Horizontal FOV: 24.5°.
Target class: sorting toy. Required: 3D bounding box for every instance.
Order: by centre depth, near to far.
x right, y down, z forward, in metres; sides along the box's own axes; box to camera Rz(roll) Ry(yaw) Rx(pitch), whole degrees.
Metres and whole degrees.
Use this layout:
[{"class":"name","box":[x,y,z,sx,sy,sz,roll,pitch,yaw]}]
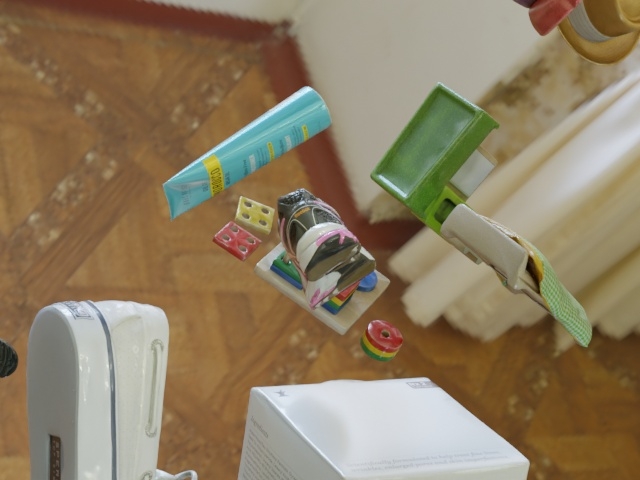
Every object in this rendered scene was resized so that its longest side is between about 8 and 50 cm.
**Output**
[{"class":"sorting toy","box":[0.002,0.027,1.775,0.274,0.046,0.132,35,36,9]}]

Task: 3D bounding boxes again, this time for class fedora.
[{"class":"fedora","box":[0.356,-0.309,1.771,0.194,0.079,0.194,0,90,-37]}]

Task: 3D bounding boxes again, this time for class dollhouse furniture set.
[{"class":"dollhouse furniture set","box":[0.237,-0.033,1.820,0.197,0.151,0.301,37,3,-45]}]

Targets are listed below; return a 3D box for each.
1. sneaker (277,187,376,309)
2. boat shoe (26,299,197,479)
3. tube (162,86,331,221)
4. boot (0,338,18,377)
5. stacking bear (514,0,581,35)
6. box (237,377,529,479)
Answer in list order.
[{"class":"sneaker","box":[0.000,0.000,1.285,0.072,0.178,0.077,-30,73,-9]},{"class":"boat shoe","box":[-0.168,0.229,1.278,0.156,0.136,0.367,-3,96,-37]},{"class":"tube","box":[-0.085,-0.096,1.622,0.207,0.080,0.052,-34,61,-16]},{"class":"boot","box":[-0.376,0.110,1.554,0.121,0.099,0.045,11,93,-9]},{"class":"stacking bear","box":[0.198,-0.379,1.628,0.289,0.164,0.175,44,73,0]},{"class":"box","box":[0.048,0.206,1.255,0.181,0.119,0.182,0,19,-27]}]
